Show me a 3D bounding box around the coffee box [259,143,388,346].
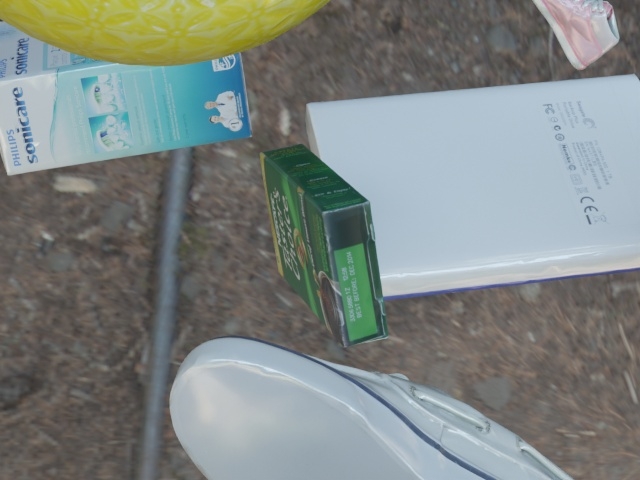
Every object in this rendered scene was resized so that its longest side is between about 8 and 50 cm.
[{"bbox_3d":[0.000,0.000,1.138,0.040,0.184,0.113,-14,112,-13],"label":"coffee box"}]

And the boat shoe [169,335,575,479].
[{"bbox_3d":[0.043,0.114,0.783,0.267,0.088,0.096,26,123,-14],"label":"boat shoe"}]

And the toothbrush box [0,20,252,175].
[{"bbox_3d":[-0.244,-0.197,1.779,0.295,0.216,0.126,-10,119,-3],"label":"toothbrush box"}]

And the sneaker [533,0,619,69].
[{"bbox_3d":[0.282,-0.261,1.619,0.070,0.051,0.134,-29,92,32],"label":"sneaker"}]

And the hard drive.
[{"bbox_3d":[0.161,-0.052,1.323,0.319,0.040,0.210,-6,53,-9],"label":"hard drive"}]

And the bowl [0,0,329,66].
[{"bbox_3d":[-0.077,-0.218,0.706,0.289,0.156,0.289,-2,104,-10],"label":"bowl"}]
